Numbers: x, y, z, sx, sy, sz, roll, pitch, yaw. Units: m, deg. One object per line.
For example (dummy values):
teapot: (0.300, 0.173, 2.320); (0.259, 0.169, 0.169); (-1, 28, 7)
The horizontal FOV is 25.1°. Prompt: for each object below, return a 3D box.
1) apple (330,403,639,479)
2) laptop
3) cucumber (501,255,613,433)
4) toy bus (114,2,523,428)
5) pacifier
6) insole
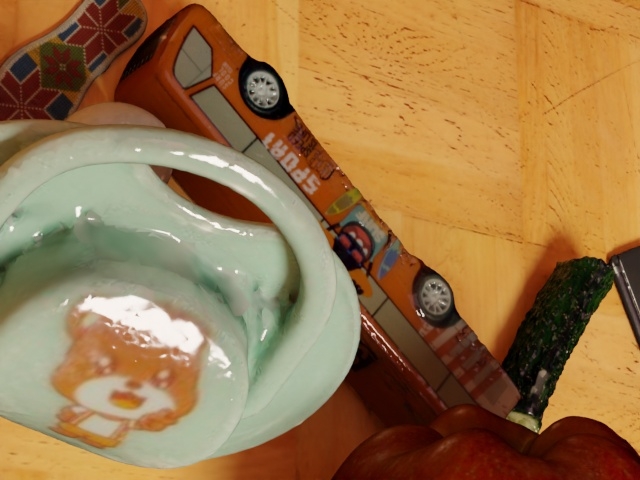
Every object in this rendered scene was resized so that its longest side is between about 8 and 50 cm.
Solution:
apple: (0.118, 0.277, 0.991); (0.288, 0.288, 0.316); (5, 92, -35)
laptop: (0.351, 0.085, 1.395); (0.129, 0.016, 0.180); (-18, 87, -39)
cucumber: (0.198, 0.091, 1.258); (0.058, 0.058, 0.187); (45, 56, -17)
toy bus: (0.000, 0.000, 1.115); (0.409, 0.093, 0.092); (50, 56, -12)
pacifier: (-0.131, 0.000, 0.946); (0.343, 0.288, 0.269); (27, 35, -32)
insole: (-0.191, -0.128, 1.068); (0.065, 0.006, 0.193); (48, 54, -15)
